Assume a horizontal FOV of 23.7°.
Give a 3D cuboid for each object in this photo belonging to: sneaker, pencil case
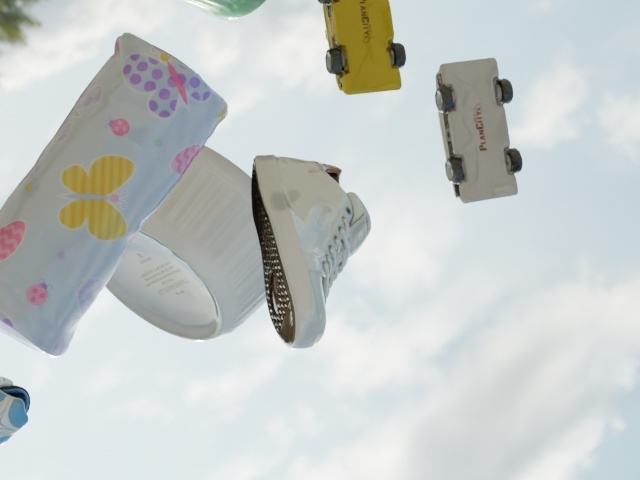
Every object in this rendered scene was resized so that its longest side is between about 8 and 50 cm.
[{"bbox_3d":[0.000,0.000,1.568,0.123,0.106,0.290,0,-142,-8],"label":"sneaker"},{"bbox_3d":[-0.384,0.191,1.780,0.086,0.085,0.237,-9,-170,-14],"label":"sneaker"},{"bbox_3d":[-0.190,-0.036,1.248,0.273,0.113,0.124,-56,-167,-6],"label":"pencil case"}]

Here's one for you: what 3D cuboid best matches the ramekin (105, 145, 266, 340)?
[{"bbox_3d":[-0.172,0.005,1.854,0.273,0.273,0.127,-10,-144,51],"label":"ramekin"}]

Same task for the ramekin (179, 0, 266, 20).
[{"bbox_3d":[-0.159,-0.462,2.068,0.303,0.148,0.303,-14,-108,51],"label":"ramekin"}]

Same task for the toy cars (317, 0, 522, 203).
[{"bbox_3d":[0.123,-0.210,2.005,0.176,0.393,0.087,-50,-171,-13],"label":"toy cars"}]
